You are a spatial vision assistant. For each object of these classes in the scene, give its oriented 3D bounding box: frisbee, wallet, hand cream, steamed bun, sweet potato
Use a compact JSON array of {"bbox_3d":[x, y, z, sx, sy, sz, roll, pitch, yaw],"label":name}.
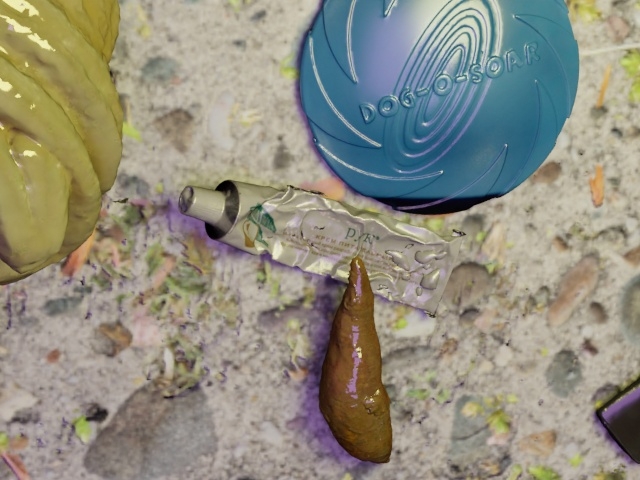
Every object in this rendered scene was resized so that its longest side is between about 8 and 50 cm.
[{"bbox_3d":[0.103,-0.133,1.053,0.242,0.045,0.242,-2,108,-7],"label":"frisbee"},{"bbox_3d":[0.340,0.142,1.192,0.157,0.018,0.082,-37,110,3],"label":"wallet"},{"bbox_3d":[-0.001,-0.001,1.077,0.257,0.050,0.084,14,106,-22],"label":"hand cream"},{"bbox_3d":[-0.302,-0.123,0.900,0.325,0.230,0.372,3,109,-6],"label":"steamed bun"},{"bbox_3d":[0.027,0.118,1.101,0.068,0.068,0.226,-11,119,-5],"label":"sweet potato"}]
